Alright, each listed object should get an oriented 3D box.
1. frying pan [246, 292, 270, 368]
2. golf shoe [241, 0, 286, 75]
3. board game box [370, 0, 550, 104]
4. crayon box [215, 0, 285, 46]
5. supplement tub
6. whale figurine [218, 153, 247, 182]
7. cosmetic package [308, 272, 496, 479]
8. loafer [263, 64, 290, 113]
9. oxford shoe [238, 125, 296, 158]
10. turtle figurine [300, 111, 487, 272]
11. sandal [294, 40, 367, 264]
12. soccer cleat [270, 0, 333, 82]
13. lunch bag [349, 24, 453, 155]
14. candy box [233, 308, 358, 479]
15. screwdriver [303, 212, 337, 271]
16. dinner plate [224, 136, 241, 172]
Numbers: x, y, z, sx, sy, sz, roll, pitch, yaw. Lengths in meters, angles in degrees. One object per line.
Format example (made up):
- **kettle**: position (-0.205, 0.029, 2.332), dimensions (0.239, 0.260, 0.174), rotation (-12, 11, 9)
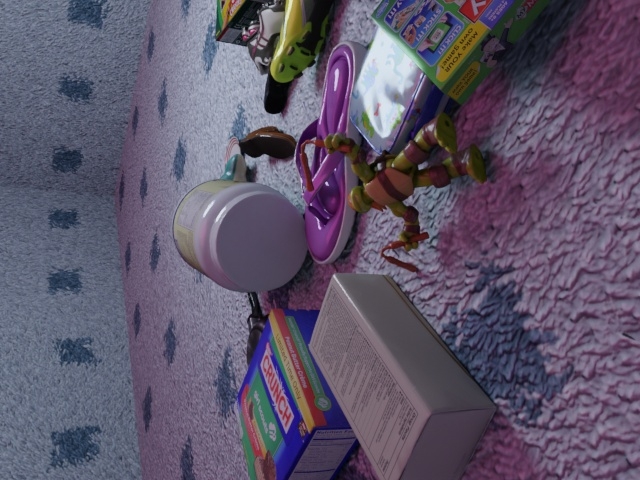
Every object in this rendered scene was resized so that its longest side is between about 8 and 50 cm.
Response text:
- **frying pan**: position (-0.139, 0.213, 1.437), dimensions (0.197, 0.053, 0.326), rotation (-43, 53, 53)
- **golf shoe**: position (-0.098, -0.475, 1.393), dimensions (0.273, 0.105, 0.120), rotation (177, 80, -69)
- **board game box**: position (0.209, -0.344, 0.704), dimensions (0.317, 0.046, 0.213), rotation (-51, 41, 23)
- **crayon box**: position (-0.163, -0.712, 1.510), dimensions (0.363, 0.106, 0.313), rotation (-13, 76, 62)
- **supplement tub**: position (-0.184, -0.015, 1.334), dimensions (0.325, 0.235, 0.236), rotation (16, 101, 62)
- **whale figurine**: position (-0.264, -0.095, 1.588), dimensions (0.216, 0.141, 0.272), rotation (117, 162, -81)
- **cosmetic package**: position (0.101, 0.196, 0.888), dimensions (0.309, 0.113, 0.160), rotation (55, 134, 50)
- **loafer**: position (-0.100, -0.383, 1.406), dimensions (0.061, 0.062, 0.170), rotation (-109, 35, -45)
- **oxford shoe**: position (-0.117, -0.242, 1.420), dimensions (0.076, 0.076, 0.212), rotation (-51, 34, -17)
- **turtle figurine**: position (0.119, -0.078, 0.849), dimensions (0.217, 0.269, 0.087), rotation (-25, 26, 39)
- **sandal**: position (0.000, -0.164, 1.132), dimensions (0.169, 0.102, 0.416), rotation (17, 101, 63)
- **soccer cleat**: position (-0.038, -0.468, 1.236), dimensions (0.121, 0.093, 0.289), rotation (45, 122, 32)
- **lunch bag**: position (0.132, -0.237, 0.897), dimensions (0.176, 0.090, 0.219), rotation (59, 137, 48)
- **candy box**: position (-0.054, 0.336, 1.168), dimensions (0.317, 0.122, 0.268), rotation (-65, 33, 34)
- **screwdriver**: position (0.000, 0.000, 1.209), dimensions (0.025, 0.024, 0.170), rotation (79, 168, -45)
- **dinner plate**: position (-0.249, -0.227, 1.727), dimensions (0.141, 0.017, 0.141), rotation (-11, 78, 61)
